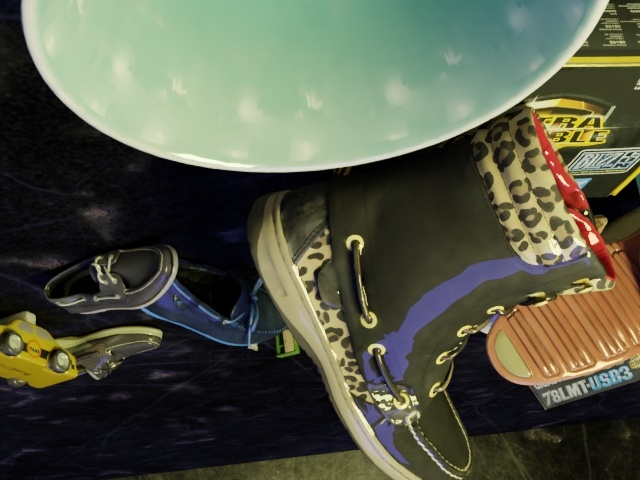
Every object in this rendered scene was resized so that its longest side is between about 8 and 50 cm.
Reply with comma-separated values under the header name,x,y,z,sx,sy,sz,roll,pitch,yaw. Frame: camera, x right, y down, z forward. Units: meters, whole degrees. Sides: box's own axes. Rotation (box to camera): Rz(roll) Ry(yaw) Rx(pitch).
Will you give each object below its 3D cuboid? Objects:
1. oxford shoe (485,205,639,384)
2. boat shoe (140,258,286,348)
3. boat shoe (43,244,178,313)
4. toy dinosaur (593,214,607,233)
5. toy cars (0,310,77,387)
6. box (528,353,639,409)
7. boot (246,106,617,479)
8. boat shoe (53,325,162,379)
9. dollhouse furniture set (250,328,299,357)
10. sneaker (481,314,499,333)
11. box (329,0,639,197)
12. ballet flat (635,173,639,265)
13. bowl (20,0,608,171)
name,x,y,z,sx,sy,sz,roll,pitch,yaw
oxford shoe,0.369,0.055,1.073,0.397,0.140,0.146,-29,180,-9
boat shoe,-0.132,0.089,1.171,0.089,0.109,0.258,-30,151,36
boat shoe,-0.267,0.050,1.072,0.206,0.075,0.065,-18,159,33
toy dinosaur,0.249,-0.014,1.028,0.064,0.112,0.211,17,158,-21
toy cars,-0.540,0.142,1.195,0.394,0.087,0.176,5,150,-21
box,0.520,0.142,1.382,0.293,0.073,0.295,-30,174,-35
boot,0.136,0.070,0.810,0.284,0.138,0.377,-23,110,22
boat shoe,-0.360,0.189,1.371,0.224,0.073,0.080,-10,158,6
dollhouse furniture set,-0.089,0.147,1.380,0.076,0.058,0.152,-17,156,19
sneaker,0.304,0.052,1.177,0.240,0.126,0.091,-9,152,-18
box,0.185,-0.122,0.807,0.322,0.079,0.257,-3,159,-13
ballet flat,0.400,-0.033,0.945,0.086,0.248,0.086,-13,-158,5
bowl,-0.008,-0.180,0.489,0.312,0.163,0.311,-7,157,-3
